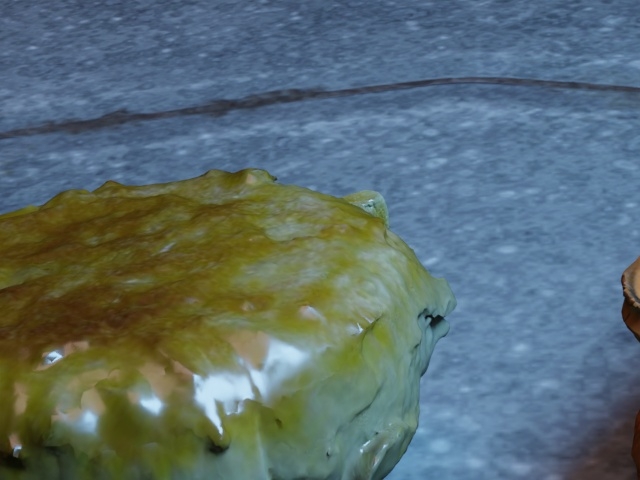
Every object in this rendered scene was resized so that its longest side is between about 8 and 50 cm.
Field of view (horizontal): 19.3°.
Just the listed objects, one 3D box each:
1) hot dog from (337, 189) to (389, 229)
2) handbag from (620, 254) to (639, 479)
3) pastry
[{"bbox_3d":[0.000,0.000,0.985,0.034,0.030,0.090,12,30,35],"label":"hot dog"},{"bbox_3d":[0.341,0.033,0.706,0.410,0.116,0.303,15,42,36],"label":"handbag"},{"bbox_3d":[-0.080,0.060,0.775,0.257,0.120,0.236,10,29,35],"label":"pastry"}]
